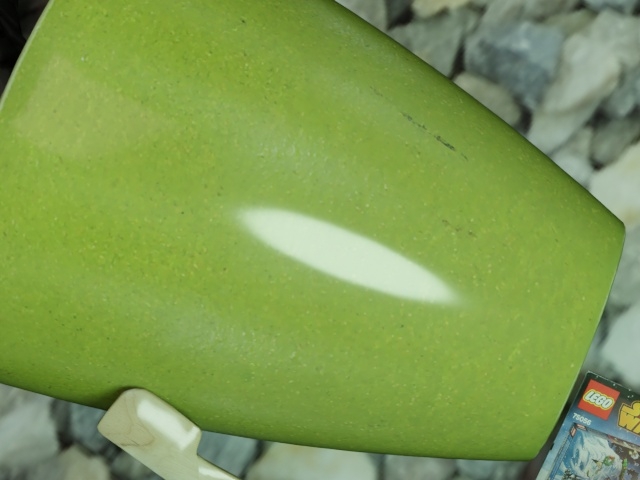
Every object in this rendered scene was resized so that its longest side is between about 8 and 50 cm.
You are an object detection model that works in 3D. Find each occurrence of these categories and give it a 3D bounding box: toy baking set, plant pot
[{"bbox_3d":[-0.053,0.206,0.721,0.196,0.030,0.256,8,102,-8],"label":"toy baking set"},{"bbox_3d":[0.000,0.000,0.771,0.293,0.275,0.275,22,77,6],"label":"plant pot"}]

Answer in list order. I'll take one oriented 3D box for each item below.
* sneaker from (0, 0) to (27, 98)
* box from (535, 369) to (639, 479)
[{"bbox_3d":[-0.260,-0.140,0.936,0.139,0.125,0.341,-28,63,13],"label":"sneaker"},{"bbox_3d":[0.188,0.142,0.785,0.137,0.027,0.094,25,79,19],"label":"box"}]
